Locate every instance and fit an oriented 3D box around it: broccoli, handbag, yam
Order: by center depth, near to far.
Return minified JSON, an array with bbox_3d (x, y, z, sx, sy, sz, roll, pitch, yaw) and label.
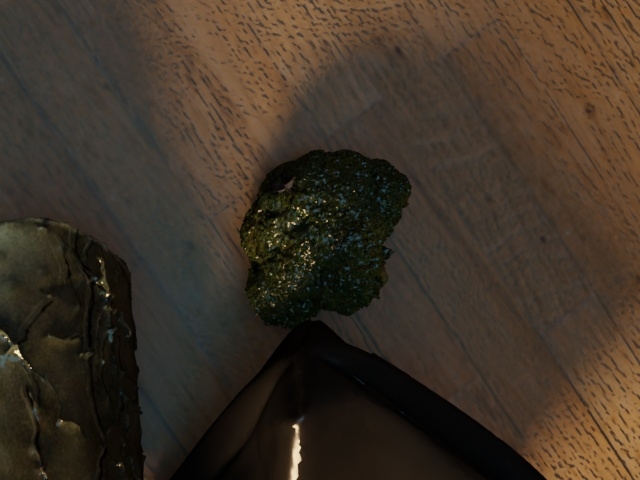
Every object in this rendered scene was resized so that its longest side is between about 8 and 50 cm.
[{"bbox_3d":[-0.225,0.188,1.219,0.241,0.241,0.348,-7,70,-9],"label":"yam"},{"bbox_3d":[0.026,0.246,1.304,0.288,0.152,0.342,24,129,-17],"label":"handbag"},{"bbox_3d":[0.000,0.000,1.350,0.138,0.145,0.162,49,63,-39],"label":"broccoli"}]
